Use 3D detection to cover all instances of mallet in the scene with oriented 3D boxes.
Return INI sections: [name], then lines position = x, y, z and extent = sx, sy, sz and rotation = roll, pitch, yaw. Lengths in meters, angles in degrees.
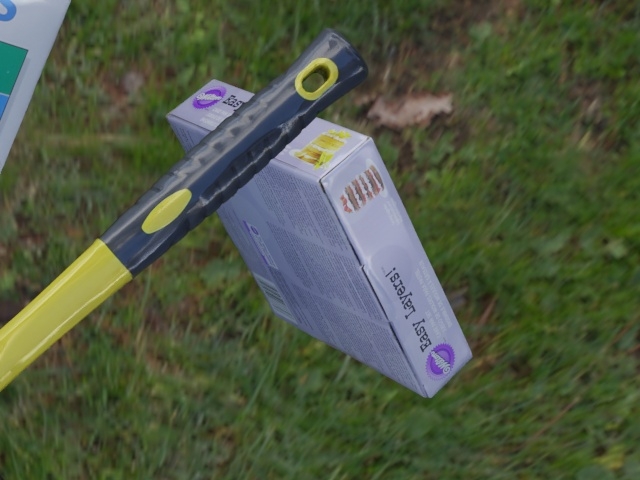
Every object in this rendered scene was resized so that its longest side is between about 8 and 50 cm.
[mallet]
position = -0.056, 0.017, 0.501
extent = 0.190, 0.039, 0.062
rotation = -35, 90, -8

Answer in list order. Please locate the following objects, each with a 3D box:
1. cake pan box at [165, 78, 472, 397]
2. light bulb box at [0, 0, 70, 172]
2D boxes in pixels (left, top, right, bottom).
[cake pan box]
position = 0.000, 0.000, 1.618
extent = 0.070, 0.246, 0.267
rotation = -39, 123, -18
[light bulb box]
position = -0.443, -0.122, 1.508
extent = 0.358, 0.225, 0.361
rotation = 32, 101, 42
